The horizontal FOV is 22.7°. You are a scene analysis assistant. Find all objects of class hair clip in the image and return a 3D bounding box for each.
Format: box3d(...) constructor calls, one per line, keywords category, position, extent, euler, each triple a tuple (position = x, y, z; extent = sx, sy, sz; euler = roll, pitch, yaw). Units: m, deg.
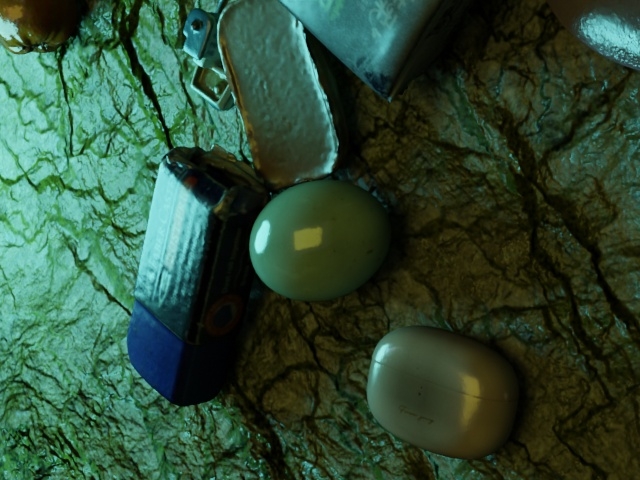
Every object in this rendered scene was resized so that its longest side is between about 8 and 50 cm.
box3d(category="hair clip", position=(0.347, -0.253, 1.744), extent=(0.095, 0.110, 0.358), euler=(-43, 50, -14))

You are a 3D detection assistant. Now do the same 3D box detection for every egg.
box3d(category="egg", position=(0.000, 0.000, 1.978), extent=(0.192, 0.149, 0.149), euler=(-18, 79, 31))

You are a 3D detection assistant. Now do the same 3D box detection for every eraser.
box3d(category="eraser", position=(-0.169, 0.044, 2.120), extent=(0.155, 0.101, 0.332), euler=(37, 122, 38))

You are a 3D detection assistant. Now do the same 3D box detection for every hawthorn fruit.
box3d(category="hawthorn fruit", position=(-0.425, -0.347, 2.348), extent=(0.133, 0.133, 0.138), euler=(-19, 75, 38))

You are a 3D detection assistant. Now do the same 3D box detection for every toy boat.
box3d(category="toy boat", position=(-0.125, -0.272, 2.114), extent=(0.088, 0.102, 0.215), euler=(36, 112, 31))

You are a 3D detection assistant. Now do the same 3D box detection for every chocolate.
box3d(category="chocolate", position=(-0.035, -0.200, 2.047), extent=(0.161, 0.083, 0.261), euler=(-8, 98, 40))

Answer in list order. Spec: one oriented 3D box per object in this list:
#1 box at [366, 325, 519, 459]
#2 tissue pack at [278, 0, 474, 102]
box3d(category="box", position=(0.144, 0.180, 1.898), extent=(0.200, 0.088, 0.146), euler=(17, 103, 38))
box3d(category="tissue pack", position=(0.012, -0.388, 1.854), extent=(0.394, 0.124, 0.288), euler=(44, 145, 10))
